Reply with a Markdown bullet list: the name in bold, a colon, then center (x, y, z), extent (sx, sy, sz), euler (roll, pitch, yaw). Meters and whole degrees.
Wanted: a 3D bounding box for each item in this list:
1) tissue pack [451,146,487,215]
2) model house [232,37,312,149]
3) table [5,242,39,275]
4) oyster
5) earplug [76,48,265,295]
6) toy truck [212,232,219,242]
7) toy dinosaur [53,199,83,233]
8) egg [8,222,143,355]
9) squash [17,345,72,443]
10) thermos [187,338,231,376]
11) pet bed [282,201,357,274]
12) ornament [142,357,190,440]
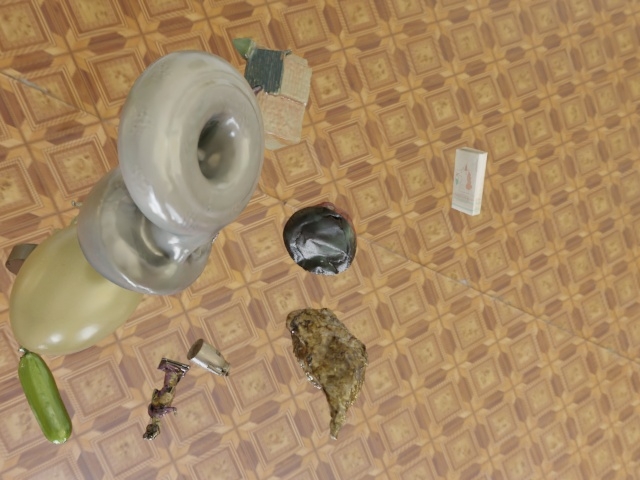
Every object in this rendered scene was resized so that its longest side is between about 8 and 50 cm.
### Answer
- **tissue pack**: center (0.255, -0.102, 0.725), extent (0.023, 0.056, 0.108), euler (-13, 117, -23)
- **model house**: center (-0.213, -0.493, 1.423), extent (0.280, 0.245, 0.313), euler (7, 92, -35)
- **table**: center (-0.660, 0.059, 0.996), extent (0.133, 0.133, 0.043), euler (15, 55, -18)
- **oyster**: center (0.032, 0.341, 1.221), extent (0.204, 0.396, 0.111), euler (-33, 145, 1)
- **earplug**: center (-0.189, -0.073, 0.532), extent (0.175, 0.214, 0.326), euler (43, 115, 16)
- **toy truck**: center (-0.533, -0.056, 1.800), extent (0.192, 0.092, 0.083), euler (35, 106, -14)
- **toy dinosaur**: center (-0.664, -0.067, 1.303), extent (0.294, 0.077, 0.162), euler (-5, 124, -45)
- **egg**: center (-0.402, 0.078, 0.713), extent (0.185, 0.186, 0.242), euler (32, 65, -16)
- **squash**: center (-0.991, 0.547, 1.503), extent (0.101, 0.101, 0.379), euler (-27, 84, -16)
- **thermos**: center (-0.479, 0.536, 1.857), extent (0.105, 0.137, 0.193), euler (-47, 115, -4)
- **pet bed**: center (0.000, 0.000, 1.035), extent (0.201, 0.053, 0.201), euler (8, 120, 15)
- **ornament**: center (-0.407, 0.424, 1.113), extent (0.081, 0.088, 0.203), euler (17, 45, -20)
